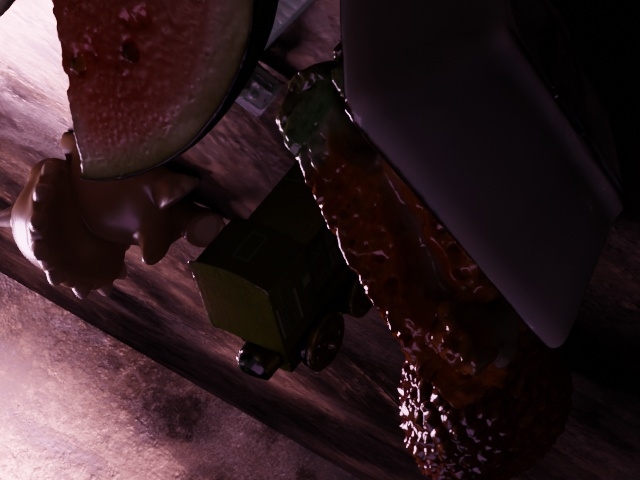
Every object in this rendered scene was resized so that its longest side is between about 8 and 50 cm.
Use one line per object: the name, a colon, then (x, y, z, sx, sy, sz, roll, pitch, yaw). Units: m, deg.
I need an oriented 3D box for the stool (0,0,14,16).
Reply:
stool: (-0.214, -0.261, 0.573, 0.269, 0.170, 0.243, 36, 163, -18)

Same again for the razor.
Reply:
razor: (-0.047, -0.147, 0.834, 0.111, 0.056, 0.278, 35, 164, -12)

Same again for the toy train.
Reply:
toy train: (0.000, 0.000, 0.939, 0.090, 0.225, 0.137, 19, 144, 28)

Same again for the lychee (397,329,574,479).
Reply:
lychee: (0.159, 0.163, 1.207, 0.188, 0.188, 0.188, 28, 164, 8)

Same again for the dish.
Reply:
dish: (0.103, -0.077, 0.661, 0.080, 0.182, 0.243, -21, 137, 23)

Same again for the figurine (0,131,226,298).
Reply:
figurine: (-0.262, -0.016, 1.416, 0.247, 0.173, 0.177, 24, 163, 22)

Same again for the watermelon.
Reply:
watermelon: (-0.083, -0.138, 0.741, 0.137, 0.145, 0.193, 48, 125, -1)

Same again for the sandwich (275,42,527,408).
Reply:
sandwich: (0.076, 0.000, 0.797, 0.109, 0.212, 0.292, -23, 161, 17)
